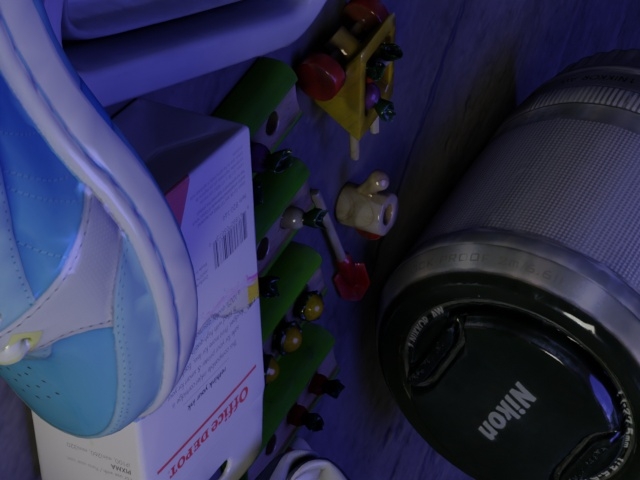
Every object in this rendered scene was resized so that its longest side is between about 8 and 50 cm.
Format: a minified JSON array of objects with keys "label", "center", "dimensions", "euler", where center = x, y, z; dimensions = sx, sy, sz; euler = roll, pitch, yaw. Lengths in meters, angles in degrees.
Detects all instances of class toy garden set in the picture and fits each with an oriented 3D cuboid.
[{"label":"toy garden set","center":[0.000,0.000,1.057],"dimensions":[0.204,0.049,0.244],"euler":[-54,149,-37]}]

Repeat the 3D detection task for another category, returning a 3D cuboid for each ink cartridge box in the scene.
[{"label":"ink cartridge box","center":[-0.083,0.048,0.887],"dimensions":[0.115,0.067,0.198],"euler":[-45,142,-47]}]

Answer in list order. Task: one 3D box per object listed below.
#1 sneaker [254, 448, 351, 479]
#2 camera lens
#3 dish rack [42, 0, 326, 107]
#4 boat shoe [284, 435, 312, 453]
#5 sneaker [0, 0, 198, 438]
[{"label":"sneaker","center":[-0.016,0.181,1.010],"dimensions":[0.163,0.086,0.226],"euler":[-44,165,22]},{"label":"camera lens","center":[0.181,0.026,1.252],"dimensions":[0.274,0.219,0.219],"euler":[-52,148,-40]},{"label":"dish rack","center":[-0.041,-0.231,0.755],"dimensions":[0.285,0.072,0.333],"euler":[-31,139,-62]},{"label":"boat shoe","center":[-0.008,0.175,1.154],"dimensions":[0.043,0.049,0.137],"euler":[-61,148,-31]},{"label":"sneaker","center":[-0.162,0.012,0.631],"dimensions":[0.208,0.127,0.319],"euler":[-60,143,-32]}]
